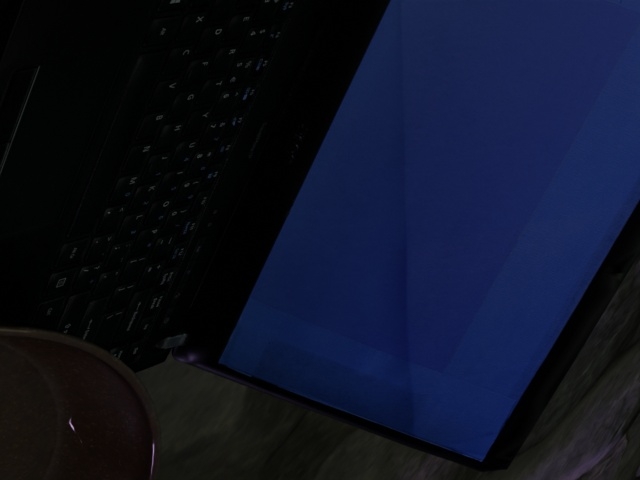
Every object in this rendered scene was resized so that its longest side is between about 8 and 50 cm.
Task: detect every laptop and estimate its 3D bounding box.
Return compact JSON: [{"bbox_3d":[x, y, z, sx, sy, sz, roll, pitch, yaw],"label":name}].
[{"bbox_3d":[0.000,0.000,0.610,0.264,0.136,0.234,-18,141,-52],"label":"laptop"}]

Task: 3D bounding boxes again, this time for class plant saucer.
[{"bbox_3d":[-0.147,0.092,0.556,0.198,0.036,0.199,-23,142,-20],"label":"plant saucer"}]
